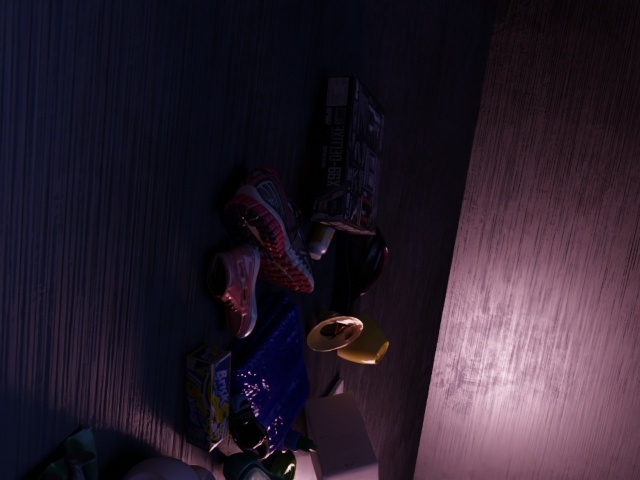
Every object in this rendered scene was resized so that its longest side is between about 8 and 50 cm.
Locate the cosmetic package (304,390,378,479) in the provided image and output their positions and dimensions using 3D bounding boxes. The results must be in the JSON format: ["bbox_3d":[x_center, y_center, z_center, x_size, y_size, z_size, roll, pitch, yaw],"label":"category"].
[{"bbox_3d":[0.052,0.544,1.504,0.225,0.138,0.224,-114,-164,-53],"label":"cosmetic package"}]

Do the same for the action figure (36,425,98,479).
[{"bbox_3d":[-0.314,0.376,0.783,0.137,0.063,0.233,-49,148,-55],"label":"action figure"}]

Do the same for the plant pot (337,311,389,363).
[{"bbox_3d":[0.121,0.267,1.567,0.134,0.095,0.134,-45,152,-32],"label":"plant pot"}]

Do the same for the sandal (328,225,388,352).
[{"bbox_3d":[0.113,0.090,1.586,0.167,0.106,0.447,-24,124,-62],"label":"sandal"}]

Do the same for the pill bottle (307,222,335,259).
[{"bbox_3d":[0.000,0.000,1.354,0.043,0.043,0.083,66,42,-55],"label":"pill bottle"}]

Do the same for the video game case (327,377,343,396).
[{"bbox_3d":[0.025,0.485,1.700,0.166,0.015,0.119,-44,141,-54],"label":"video game case"}]

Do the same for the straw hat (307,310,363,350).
[{"bbox_3d":[0.027,0.208,1.489,0.145,0.144,0.061,74,-4,-49],"label":"straw hat"}]

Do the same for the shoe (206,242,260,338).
[{"bbox_3d":[-0.154,0.094,1.023,0.081,0.063,0.178,-16,122,-49],"label":"shoe"}]

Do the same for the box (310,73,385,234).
[{"bbox_3d":[0.068,-0.178,1.328,0.242,0.076,0.308,15,79,-68],"label":"box"}]

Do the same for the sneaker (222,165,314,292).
[{"bbox_3d":[-0.069,-0.004,1.090,0.299,0.120,0.112,70,36,-51],"label":"sneaker"}]

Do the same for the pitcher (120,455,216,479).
[{"bbox_3d":[-0.243,0.418,0.903,0.178,0.125,0.207,-61,165,-19],"label":"pitcher"}]

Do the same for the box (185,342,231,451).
[{"bbox_3d":[-0.191,0.265,1.020,0.059,0.054,0.169,-30,129,-60],"label":"box"}]

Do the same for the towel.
[{"bbox_3d":[-0.095,0.280,1.230,0.228,0.076,0.308,-58,150,-41],"label":"towel"}]

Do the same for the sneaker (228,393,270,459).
[{"bbox_3d":[-0.136,0.360,1.113,0.078,0.067,0.188,-115,-172,-45],"label":"sneaker"}]

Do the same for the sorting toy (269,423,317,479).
[{"bbox_3d":[-0.051,0.595,1.431,0.127,0.126,0.366,-41,138,-56],"label":"sorting toy"}]

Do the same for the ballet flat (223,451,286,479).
[{"bbox_3d":[-0.126,0.503,1.241,0.083,0.087,0.247,-47,135,-20],"label":"ballet flat"}]
